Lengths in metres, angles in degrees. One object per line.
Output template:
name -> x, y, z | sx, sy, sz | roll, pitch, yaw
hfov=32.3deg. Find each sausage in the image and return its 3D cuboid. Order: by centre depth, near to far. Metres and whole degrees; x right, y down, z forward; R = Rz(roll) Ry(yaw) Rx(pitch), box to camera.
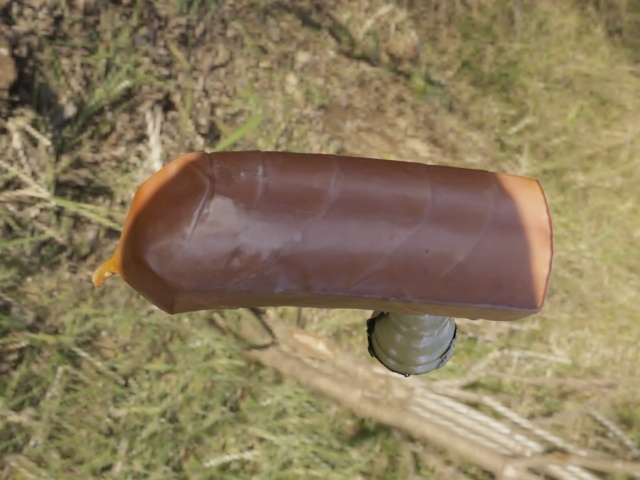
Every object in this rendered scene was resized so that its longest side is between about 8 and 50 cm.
sausage -> 0.000, -0.001, 0.425 | 0.065, 0.169, 0.065 | -176, -90, -78

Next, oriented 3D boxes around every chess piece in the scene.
chess piece -> 0.064, 0.016, 0.662 | 0.172, 0.060, 0.060 | 94, 21, -53
